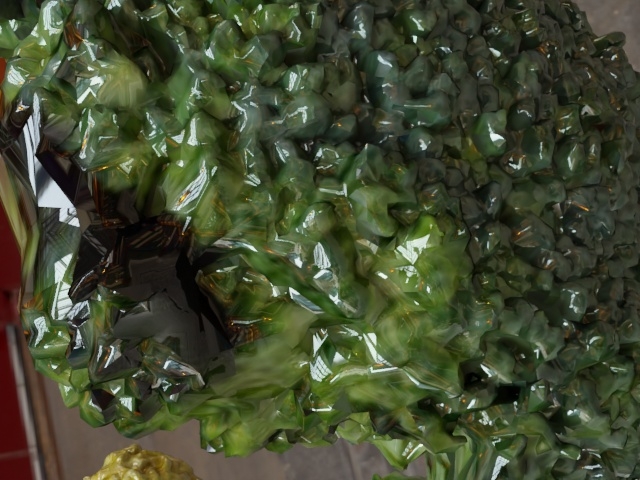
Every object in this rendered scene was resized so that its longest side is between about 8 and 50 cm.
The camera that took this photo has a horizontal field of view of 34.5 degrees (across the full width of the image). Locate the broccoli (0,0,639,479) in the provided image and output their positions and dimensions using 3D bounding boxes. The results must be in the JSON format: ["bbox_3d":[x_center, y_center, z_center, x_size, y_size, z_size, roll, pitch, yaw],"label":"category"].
[{"bbox_3d":[0.006,-0.016,0.455,0.317,0.338,0.277,6,62,25],"label":"broccoli"}]

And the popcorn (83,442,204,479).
[{"bbox_3d":[-0.103,0.162,0.609,0.082,0.057,0.083,-10,97,26],"label":"popcorn"}]
